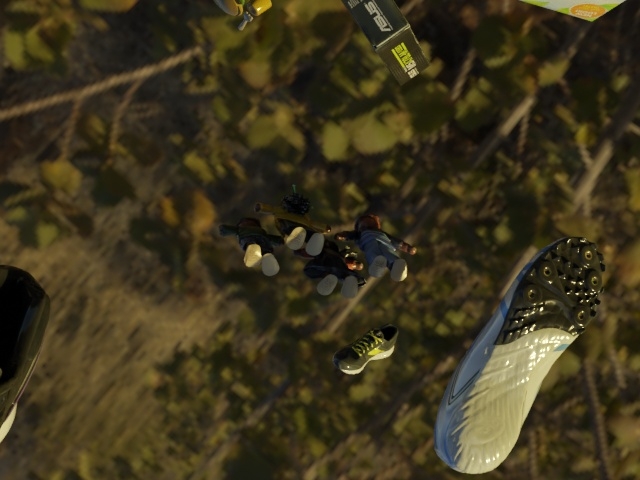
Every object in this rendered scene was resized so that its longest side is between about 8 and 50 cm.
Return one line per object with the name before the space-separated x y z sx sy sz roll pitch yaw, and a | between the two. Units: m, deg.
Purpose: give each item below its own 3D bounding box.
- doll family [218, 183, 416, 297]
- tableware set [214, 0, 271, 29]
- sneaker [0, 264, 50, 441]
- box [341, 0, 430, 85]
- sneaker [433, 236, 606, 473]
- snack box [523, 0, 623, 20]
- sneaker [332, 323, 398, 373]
doll family | 0.000 0.000 1.354 0.193 0.076 0.111 23 -167 -18
tableware set | -0.115 -0.303 1.507 0.154 0.024 0.104 47 158 -6
sneaker | -0.233 0.111 0.748 0.107 0.283 0.124 30 126 -8
box | 0.030 -0.248 1.314 0.191 0.045 0.184 58 -171 8
sneaker | 0.171 0.097 1.239 0.085 0.237 0.086 33 175 -17
snack box | 0.146 -0.191 0.903 0.141 0.037 0.100 12 165 -20
sneaker | 0.044 0.103 1.366 0.031 0.083 0.035 42 131 23
